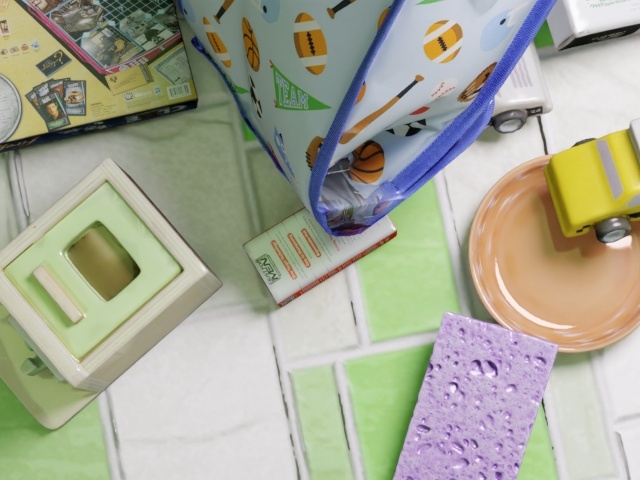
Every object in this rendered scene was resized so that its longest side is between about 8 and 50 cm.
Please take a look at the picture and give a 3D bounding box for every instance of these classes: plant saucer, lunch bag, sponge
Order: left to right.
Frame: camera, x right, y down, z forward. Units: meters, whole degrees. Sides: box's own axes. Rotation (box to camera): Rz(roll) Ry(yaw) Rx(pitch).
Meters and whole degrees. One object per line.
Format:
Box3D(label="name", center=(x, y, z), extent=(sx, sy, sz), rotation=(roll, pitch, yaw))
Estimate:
Box3D(label="lunch bag", center=(0.025, -0.241, 1.494), extent=(0.239, 0.385, 0.328), rotation=(-9, 52, -37))
Box3D(label="sponge", center=(0.146, 0.183, 1.592), extent=(0.117, 0.031, 0.210), rotation=(17, 94, 8))
Box3D(label="plant saucer", center=(0.246, 0.013, 1.623), extent=(0.200, 0.037, 0.200), rotation=(0, 82, 3))

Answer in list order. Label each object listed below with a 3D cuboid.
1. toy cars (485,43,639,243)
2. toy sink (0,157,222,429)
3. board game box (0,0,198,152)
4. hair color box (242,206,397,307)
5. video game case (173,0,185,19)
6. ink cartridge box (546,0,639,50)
Box3D(label="toy cars", center=(0.221, -0.114, 1.584), extent=(0.393, 0.087, 0.176), rotation=(24, 72, 17))
Box3D(label="toy sink", center=(-0.237, 0.057, 1.599), extent=(0.234, 0.131, 0.153), rotation=(-40, 82, -2))
Box3D(label="board game box", center=(-0.260, -0.188, 1.645), extent=(0.243, 0.042, 0.165), rotation=(-13, 83, -8))
Box3D(label="hair color box", center=(0.000, 0.000, 1.637), extent=(0.141, 0.043, 0.072), rotation=(-31, 82, -2))
Box3D(label="video game case", center=(-0.178, -0.275, 1.699), extent=(0.122, 0.011, 0.087), rotation=(2, 83, 4))
Box3D(label="ink cartridge box", center=(0.271, -0.385, 1.637), extent=(0.175, 0.069, 0.371), rotation=(-13, 84, -16))
